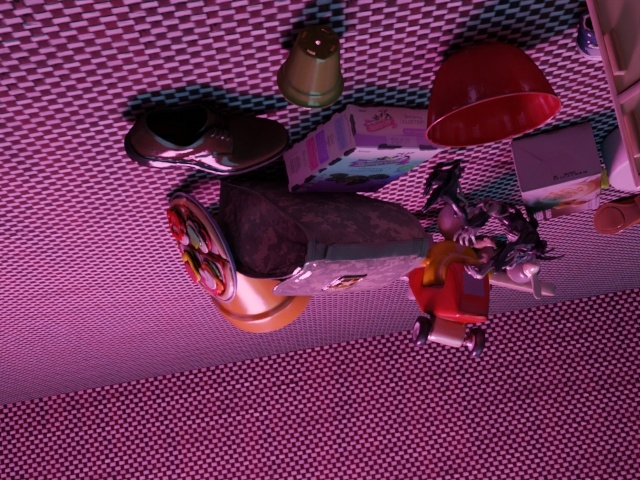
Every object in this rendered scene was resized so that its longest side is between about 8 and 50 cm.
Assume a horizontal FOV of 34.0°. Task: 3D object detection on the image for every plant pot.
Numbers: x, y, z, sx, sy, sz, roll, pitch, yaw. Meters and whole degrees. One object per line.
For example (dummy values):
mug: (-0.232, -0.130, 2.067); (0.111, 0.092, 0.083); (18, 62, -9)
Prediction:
plant pot: (-0.132, 0.042, 1.929); (0.205, 0.205, 0.188); (-14, 151, 13)
plant pot: (-0.007, -0.212, 1.241); (0.083, 0.083, 0.079); (-7, 154, -13)

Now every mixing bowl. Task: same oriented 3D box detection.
mixing bowl: (0.219, -0.201, 1.387); (0.181, 0.098, 0.181); (-9, 165, -3)

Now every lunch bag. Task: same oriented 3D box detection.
lunch bag: (0.000, 0.000, 1.679); (0.235, 0.169, 0.287); (-1, -167, -34)

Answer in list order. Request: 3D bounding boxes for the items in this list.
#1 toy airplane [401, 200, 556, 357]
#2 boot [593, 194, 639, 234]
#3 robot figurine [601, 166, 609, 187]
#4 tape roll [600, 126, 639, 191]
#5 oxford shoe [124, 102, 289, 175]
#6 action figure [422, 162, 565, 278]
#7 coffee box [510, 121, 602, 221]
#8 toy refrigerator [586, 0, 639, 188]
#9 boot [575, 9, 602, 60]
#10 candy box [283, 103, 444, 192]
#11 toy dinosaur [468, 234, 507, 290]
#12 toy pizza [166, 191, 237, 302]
toy airplane: (0.256, 0.044, 2.153); (0.384, 0.272, 0.386); (25, -162, 33)
boot: (0.732, -0.065, 2.373); (0.152, 0.073, 0.197); (-6, 168, -36)
robot figurine: (0.499, -0.107, 2.032); (0.115, 0.067, 0.101); (-18, 176, 28)
tape roll: (0.701, -0.184, 1.873); (0.392, 0.072, 0.392); (-10, 167, -2)
oxford shoe: (-0.140, -0.140, 1.401); (0.227, 0.083, 0.096); (-5, 161, -25)
action figure: (0.298, -0.018, 1.871); (0.275, 0.164, 0.141); (35, 107, -16)
coffee box: (0.424, -0.116, 1.874); (0.141, 0.098, 0.246); (-13, 166, 10)
toy refrigerator: (0.374, -0.201, 1.151); (0.094, 0.269, 0.102); (-5, 166, -23)
boot: (0.419, -0.272, 1.315); (0.190, 0.069, 0.086); (-12, 169, 11)
candy box: (0.063, -0.135, 1.586); (0.165, 0.070, 0.196); (-2, 164, -32)
toy dinosaur: (0.346, 0.063, 2.496); (0.295, 0.127, 0.200); (0, 170, -16)
toy pizza: (-0.202, 0.015, 1.727); (0.032, 0.201, 0.201); (-27, 174, -26)
